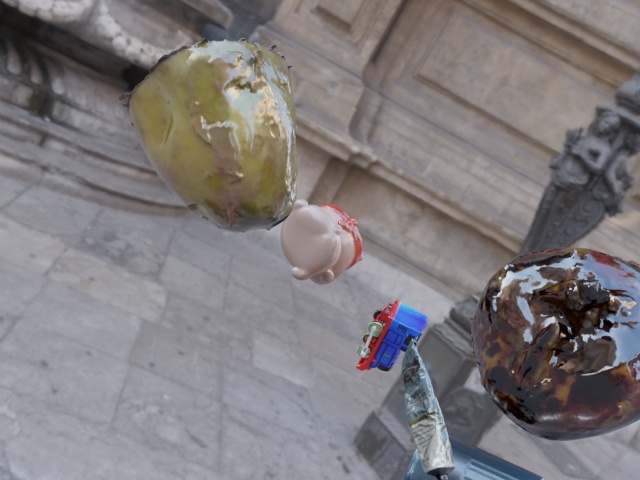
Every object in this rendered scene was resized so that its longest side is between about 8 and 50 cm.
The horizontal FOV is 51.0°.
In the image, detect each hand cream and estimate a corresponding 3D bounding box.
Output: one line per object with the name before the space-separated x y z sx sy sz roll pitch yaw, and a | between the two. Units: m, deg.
hand cream | 0.186 0.301 1.178 0.052 0.075 0.247 14 47 -26

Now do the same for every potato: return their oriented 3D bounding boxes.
potato | -0.139 -0.133 1.054 0.289 0.301 0.237 -1 68 -57

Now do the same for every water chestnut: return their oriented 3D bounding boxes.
water chestnut | 0.353 0.126 0.939 0.300 0.300 0.300 28 10 -5

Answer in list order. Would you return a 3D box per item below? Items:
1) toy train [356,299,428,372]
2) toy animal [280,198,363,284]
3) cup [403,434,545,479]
toy train | 0.172 0.251 1.683 0.131 0.204 0.082 26 36 5
toy animal | 0.000 0.000 1.371 0.171 0.171 0.198 33 11 19
cup | 0.361 0.653 1.622 0.292 0.307 0.242 15 -2 28
